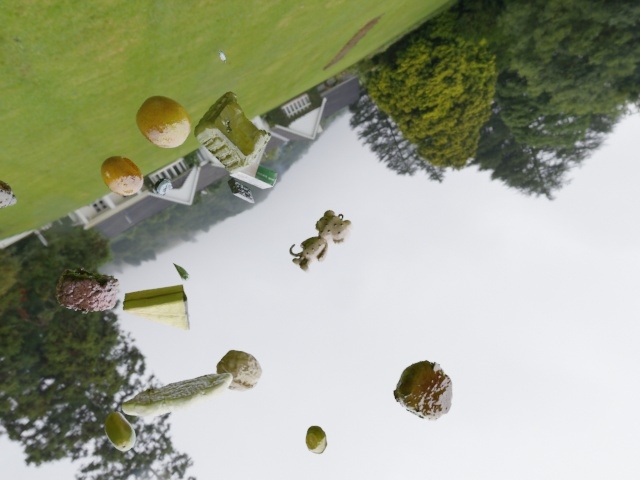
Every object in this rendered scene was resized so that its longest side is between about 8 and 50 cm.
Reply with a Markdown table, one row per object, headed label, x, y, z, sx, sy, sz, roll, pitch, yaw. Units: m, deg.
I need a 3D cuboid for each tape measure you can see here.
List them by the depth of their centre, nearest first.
| label | x | y | z | sx | sy | sz | roll | pitch | yaw |
| --- | --- | --- | --- | --- | --- | --- | --- | --- | --- |
| tape measure | -0.785 | -0.267 | 2.106 | 0.091 | 0.054 | 0.094 | -50 | 174 | -15 |

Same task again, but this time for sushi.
| label | x | y | z | sx | sy | sz | roll | pitch | yaw |
| --- | --- | --- | --- | --- | --- | --- | --- | --- | --- |
| sushi | -1.129 | 0.230 | 2.060 | 0.270 | 0.170 | 0.236 | 14 | -172 | 1 |

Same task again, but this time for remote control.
| label | x | y | z | sx | sy | sz | roll | pitch | yaw |
| --- | --- | --- | --- | --- | --- | --- | --- | --- | --- |
| remote control | -0.279 | -0.174 | 1.517 | 0.025 | 0.063 | 0.245 | -24 | 176 | 3 |

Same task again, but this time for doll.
| label | x | y | z | sx | sy | sz | roll | pitch | yaw |
| --- | --- | --- | --- | --- | --- | --- | --- | --- | --- |
| doll | 0.001 | 0.002 | 1.676 | 0.278 | 0.119 | 0.154 | -42 | -116 | -3 |

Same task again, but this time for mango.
| label | x | y | z | sx | sy | sz | roll | pitch | yaw |
| --- | --- | --- | --- | --- | --- | --- | --- | --- | --- |
| mango | -0.884 | 0.833 | 1.852 | 0.191 | 0.122 | 0.085 | 38 | -93 | 24 |

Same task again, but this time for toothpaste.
| label | x | y | z | sx | sy | sz | roll | pitch | yaw |
| --- | --- | --- | --- | --- | --- | --- | --- | --- | --- |
| toothpaste | -0.692 | 0.160 | 2.121 | 0.041 | 0.064 | 0.218 | -58 | -146 | -3 |

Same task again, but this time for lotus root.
| label | x | y | z | sx | sy | sz | roll | pitch | yaw |
| --- | --- | --- | --- | --- | --- | --- | --- | --- | --- |
| lotus root | -1.150 | -0.165 | 1.465 | 0.120 | 0.120 | 0.209 | -27 | 162 | 3 |

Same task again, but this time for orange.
| label | x | y | z | sx | sy | sz | roll | pitch | yaw |
| --- | --- | --- | --- | --- | --- | --- | --- | --- | --- |
| orange | -0.746 | -0.241 | 1.587 | 0.124 | 0.156 | 0.156 | -41 | -159 | 6 |
| orange | -0.692 | -0.525 | 1.880 | 0.236 | 0.236 | 0.236 | -24 | -158 | 10 |

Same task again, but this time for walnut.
| label | x | y | z | sx | sy | sz | roll | pitch | yaw |
| --- | --- | --- | --- | --- | --- | --- | --- | --- | --- |
| walnut | -0.398 | 0.638 | 2.070 | 0.198 | 0.245 | 0.198 | -29 | -137 | 32 |

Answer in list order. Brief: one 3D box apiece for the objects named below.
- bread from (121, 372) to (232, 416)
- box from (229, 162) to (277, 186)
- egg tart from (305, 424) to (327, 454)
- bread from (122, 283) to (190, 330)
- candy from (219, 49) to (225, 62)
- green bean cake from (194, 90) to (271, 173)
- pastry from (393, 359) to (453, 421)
| label | x | y | z | sx | sy | sz | roll | pitch | yaw |
| --- | --- | --- | --- | --- | --- | --- | --- | --- | --- |
| bread | -0.416 | 0.458 | 1.261 | 0.316 | 0.054 | 0.316 | -11 | 174 | -1 |
| box | -0.338 | -0.334 | 2.133 | 0.135 | 0.199 | 0.081 | 3 | -103 | 58 |
| egg tart | -0.022 | 0.732 | 1.550 | 0.105 | 0.105 | 0.039 | -13 | 166 | 34 |
| bread | -0.716 | 0.310 | 1.868 | 0.264 | 0.163 | 0.167 | -7 | -155 | -16 |
| candy | -0.464 | -0.871 | 2.005 | 0.020 | 0.030 | 0.083 | -18 | 171 | 0 |
| green bean cake | -0.318 | -0.406 | 1.580 | 0.124 | 0.236 | 0.232 | -12 | -138 | 46 |
| pastry | 0.382 | 0.561 | 1.574 | 0.229 | 0.218 | 0.100 | -4 | 168 | -20 |
